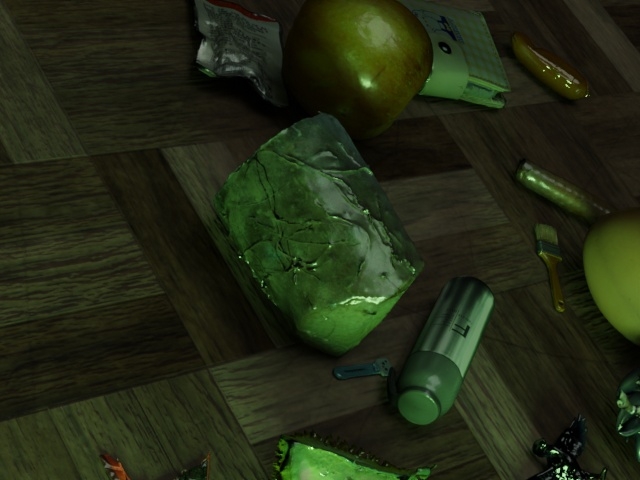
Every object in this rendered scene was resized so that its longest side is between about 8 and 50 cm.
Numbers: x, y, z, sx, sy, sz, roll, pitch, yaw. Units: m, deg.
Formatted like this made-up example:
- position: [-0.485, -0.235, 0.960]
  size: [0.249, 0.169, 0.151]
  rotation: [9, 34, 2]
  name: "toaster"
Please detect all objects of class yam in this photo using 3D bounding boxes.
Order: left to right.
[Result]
- position: [-0.003, 0.001, 1.729]
  size: [0.201, 0.202, 0.271]
  rotation: [-31, 75, -25]
  name: "yam"
- position: [0.429, -0.058, 2.199]
  size: [0.264, 0.046, 0.046]
  rotation: [28, 41, -11]
  name: "yam"

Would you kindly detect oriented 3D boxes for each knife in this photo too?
- position: [0.056, 0.167, 1.745]
  size: [0.096, 0.010, 0.027]
  rotation: [-4, 55, -38]
  name: "knife"

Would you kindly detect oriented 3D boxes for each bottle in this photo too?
- position: [0.159, 0.141, 1.795]
  size: [0.096, 0.079, 0.254]
  rotation: [14, 38, 14]
  name: "bottle"

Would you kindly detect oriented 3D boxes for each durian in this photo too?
- position: [0.024, 0.295, 1.544]
  size: [0.220, 0.095, 0.137]
  rotation: [17, 80, -25]
  name: "durian"

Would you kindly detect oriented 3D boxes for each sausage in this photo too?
- position: [0.406, -0.309, 2.410]
  size: [0.183, 0.054, 0.062]
  rotation: [37, 8, 2]
  name: "sausage"

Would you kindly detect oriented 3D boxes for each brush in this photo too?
- position: [0.358, 0.042, 2.078]
  size: [0.043, 0.014, 0.170]
  rotation: [17, 45, -21]
  name: "brush"

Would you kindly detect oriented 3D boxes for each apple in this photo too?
- position: [0.051, -0.269, 1.981]
  size: [0.207, 0.237, 0.237]
  rotation: [37, 40, -1]
  name: "apple"

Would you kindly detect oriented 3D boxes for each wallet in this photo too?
- position: [0.169, -0.329, 2.248]
  size: [0.309, 0.077, 0.223]
  rotation: [6, 46, -33]
  name: "wallet"

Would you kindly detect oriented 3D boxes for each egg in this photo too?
- position: [0.506, 0.052, 2.033]
  size: [0.244, 0.201, 0.201]
  rotation: [42, 40, 17]
  name: "egg"

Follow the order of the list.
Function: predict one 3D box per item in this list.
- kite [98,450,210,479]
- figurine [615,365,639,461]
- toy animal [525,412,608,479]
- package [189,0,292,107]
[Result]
- position: [-0.178, 0.302, 1.450]
  size: [0.232, 0.009, 0.189]
  rotation: [-22, 66, -47]
  name: "kite"
- position: [0.531, 0.248, 1.898]
  size: [0.265, 0.175, 0.197]
  rotation: [44, 35, -5]
  name: "figurine"
- position: [0.325, 0.305, 1.786]
  size: [0.108, 0.062, 0.220]
  rotation: [28, 39, 16]
  name: "toy animal"
- position: [-0.121, -0.285, 2.020]
  size: [0.166, 0.040, 0.232]
  rotation: [19, 36, -25]
  name: "package"
